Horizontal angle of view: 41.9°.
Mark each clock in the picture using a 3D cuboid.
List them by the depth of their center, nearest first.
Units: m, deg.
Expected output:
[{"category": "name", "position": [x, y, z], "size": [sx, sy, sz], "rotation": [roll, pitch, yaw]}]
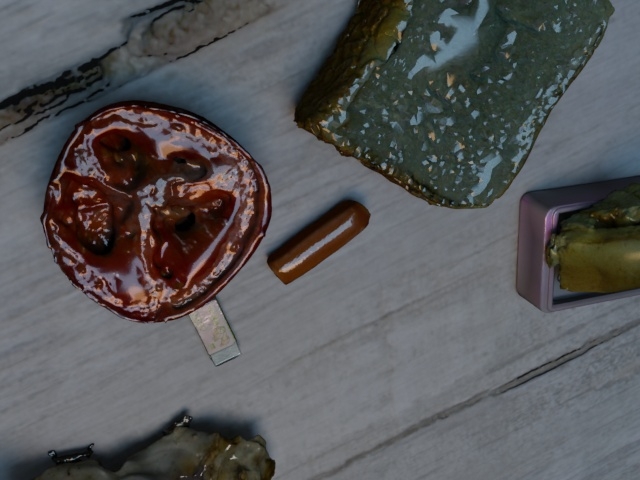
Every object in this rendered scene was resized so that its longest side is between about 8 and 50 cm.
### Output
[{"category": "clock", "position": [0.355, 0.005, 1.069], "size": [0.197, 0.063, 0.150], "rotation": [-9, 113, -14]}]

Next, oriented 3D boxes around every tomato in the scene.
[{"category": "tomato", "position": [-0.169, -0.038, 0.869], "size": [0.228, 0.101, 0.227], "rotation": [-3, 104, -13]}]

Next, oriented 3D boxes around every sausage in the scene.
[{"category": "sausage", "position": [0.000, 0.000, 0.966], "size": [0.131, 0.041, 0.039], "rotation": [-35, 112, -2]}]

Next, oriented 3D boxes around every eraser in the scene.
[{"category": "eraser", "position": [-0.125, 0.106, 0.982], "size": [0.038, 0.019, 0.083], "rotation": [-25, 117, -8]}]

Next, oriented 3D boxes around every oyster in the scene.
[{"category": "oyster", "position": [-0.209, 0.307, 0.978], "size": [0.337, 0.133, 0.197], "rotation": [7, 101, -25]}]

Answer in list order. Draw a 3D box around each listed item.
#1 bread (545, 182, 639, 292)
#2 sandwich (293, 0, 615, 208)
[{"category": "bread", "position": [0.357, 0.012, 0.979], "size": [0.156, 0.110, 0.103], "rotation": [-37, 123, -1]}, {"category": "sandwich", "position": [0.148, -0.192, 0.904], "size": [0.271, 0.099, 0.301], "rotation": [25, 101, -25]}]
